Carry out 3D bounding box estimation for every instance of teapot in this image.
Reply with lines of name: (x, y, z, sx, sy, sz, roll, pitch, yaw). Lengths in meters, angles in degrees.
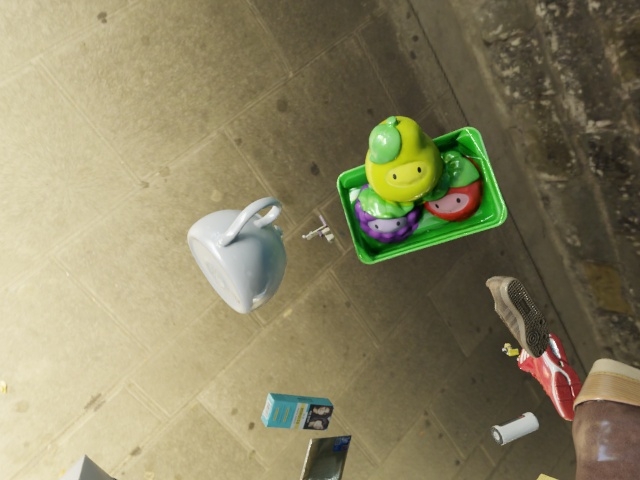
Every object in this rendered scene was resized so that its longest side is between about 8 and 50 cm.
teapot: (-0.161, 0.022, 1.032, 0.187, 0.256, 0.253, -36, 118, -24)

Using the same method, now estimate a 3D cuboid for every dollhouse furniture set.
dollhouse furniture set: (0.000, 0.000, 1.419, 0.081, 0.091, 0.114, -31, 153, 0)

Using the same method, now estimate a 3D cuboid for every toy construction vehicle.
toy construction vehicle: (0.609, 0.332, 1.382, 0.085, 0.098, 0.035, -6, 108, -10)

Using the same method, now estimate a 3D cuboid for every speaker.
speaker: (0.585, 0.565, 1.389, 0.136, 0.055, 0.055, -14, 103, -16)

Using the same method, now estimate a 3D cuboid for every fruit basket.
fruit basket: (0.221, -0.123, 1.094, 0.391, 0.392, 0.283, -12, 81, -27)

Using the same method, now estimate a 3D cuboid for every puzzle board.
puzzle board: (0.011, 0.447, 0.941, 0.128, 0.011, 0.097, 20, 82, -46)

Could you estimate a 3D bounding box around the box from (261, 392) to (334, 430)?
box: (-0.079, 0.610, 1.641, 0.244, 0.060, 0.101, 15, 94, -26)

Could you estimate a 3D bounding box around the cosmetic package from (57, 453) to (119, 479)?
cosmetic package: (-0.407, 0.546, 0.784, 0.155, 0.365, 0.197, -44, 102, -19)

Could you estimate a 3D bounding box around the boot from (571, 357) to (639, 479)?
boot: (0.391, 0.249, 0.474, 0.207, 0.248, 0.090, -55, 150, -37)

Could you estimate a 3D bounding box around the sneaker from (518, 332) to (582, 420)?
sneaker: (0.617, 0.371, 1.250, 0.086, 0.128, 0.222, 2, 66, -14)

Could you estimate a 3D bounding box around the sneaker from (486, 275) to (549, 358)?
sneaker: (0.397, 0.148, 0.932, 0.066, 0.071, 0.189, -32, 105, -16)

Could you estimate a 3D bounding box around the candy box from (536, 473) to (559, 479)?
candy box: (0.655, 0.683, 1.186, 0.053, 0.186, 0.109, -39, 94, -21)
